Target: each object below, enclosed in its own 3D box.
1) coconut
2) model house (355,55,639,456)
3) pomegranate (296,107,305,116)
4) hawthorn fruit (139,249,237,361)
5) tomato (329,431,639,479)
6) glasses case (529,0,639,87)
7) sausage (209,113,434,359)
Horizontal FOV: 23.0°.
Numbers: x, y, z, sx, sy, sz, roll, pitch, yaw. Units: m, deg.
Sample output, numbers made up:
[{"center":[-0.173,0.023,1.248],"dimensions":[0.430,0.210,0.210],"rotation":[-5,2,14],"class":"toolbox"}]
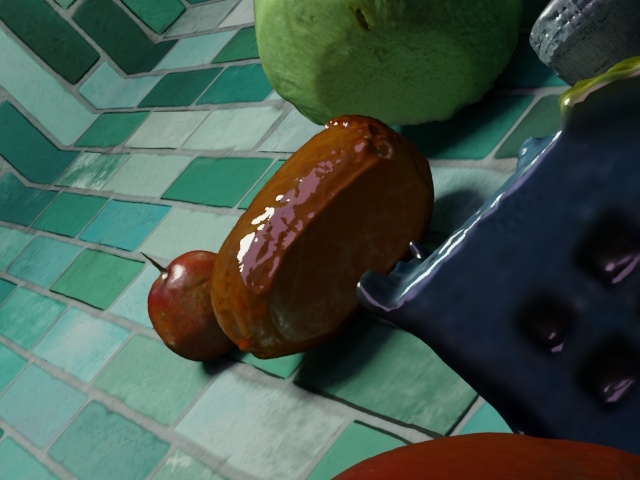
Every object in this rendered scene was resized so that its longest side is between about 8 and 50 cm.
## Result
[{"center":[0.070,-0.277,1.757],"dimensions":[0.328,0.281,0.328],"rotation":[-25,38,22],"class":"coconut"},{"center":[0.211,-0.014,0.932],"dimensions":[0.303,0.215,0.237],"rotation":[-47,-4,16],"class":"model house"},{"center":[0.006,-0.205,1.964],"dimensions":[0.169,0.122,0.143],"rotation":[4,31,10],"class":"pomegranate"},{"center":[-0.132,0.065,1.736],"dimensions":[0.125,0.140,0.125],"rotation":[-43,-14,-14],"class":"hawthorn fruit"},{"center":[0.082,0.242,0.663],"dimensions":[0.272,0.341,0.341],"rotation":[11,53,34],"class":"tomato"},{"center":[0.254,-0.154,1.251],"dimensions":[0.109,0.282,0.067],"rotation":[-40,65,19],"class":"glasses case"},{"center":[-0.001,0.000,1.542],"dimensions":[0.268,0.153,0.141],"rotation":[-50,20,-11],"class":"sausage"}]
